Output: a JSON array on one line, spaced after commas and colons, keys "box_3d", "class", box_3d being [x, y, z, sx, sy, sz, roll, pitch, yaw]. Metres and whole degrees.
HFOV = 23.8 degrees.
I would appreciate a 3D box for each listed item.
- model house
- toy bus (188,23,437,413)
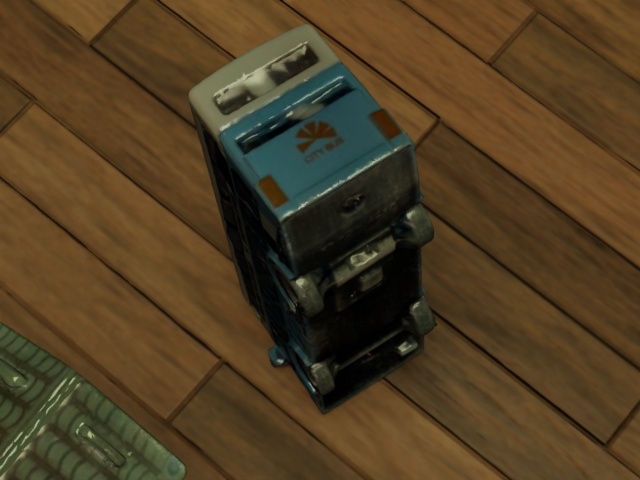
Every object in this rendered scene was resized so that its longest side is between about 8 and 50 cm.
[{"box_3d": [-0.207, 0.197, 0.945, 0.198, 0.215, 0.224, 35, 73, 14], "class": "model house"}, {"box_3d": [0.000, 0.000, 0.977, 0.106, 0.297, 0.131, -32, 66, -11], "class": "toy bus"}]
